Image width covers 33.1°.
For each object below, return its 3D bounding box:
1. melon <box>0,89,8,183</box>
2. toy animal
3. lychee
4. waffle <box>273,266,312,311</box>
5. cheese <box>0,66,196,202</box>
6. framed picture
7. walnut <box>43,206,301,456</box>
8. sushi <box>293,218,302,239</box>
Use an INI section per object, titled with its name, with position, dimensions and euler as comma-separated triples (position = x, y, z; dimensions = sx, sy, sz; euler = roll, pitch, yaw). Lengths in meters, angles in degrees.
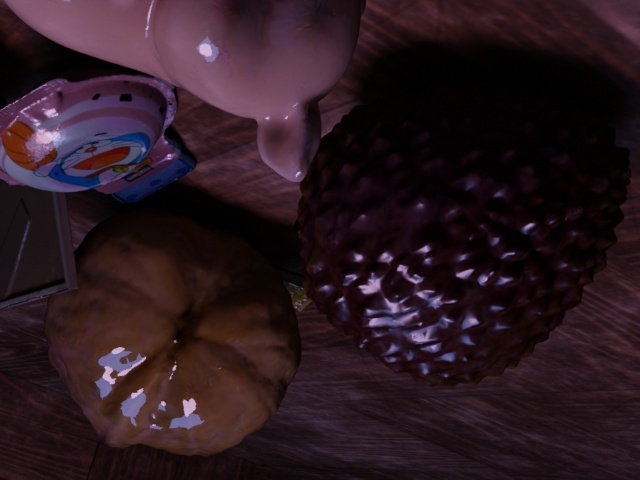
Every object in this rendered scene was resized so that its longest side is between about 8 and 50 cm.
[melon]
position = -0.382, -0.111, 0.988
dimensions = 0.182, 0.182, 0.288
euler = 9, 160, 15
[toy animal]
position = -0.089, -0.164, 0.676
dimensions = 0.250, 0.167, 0.154
euler = 27, 167, -14
[lychee]
position = 0.114, -0.017, 0.843
dimensions = 0.271, 0.271, 0.271
euler = 13, 160, 5
[waffle]
position = -0.054, 0.070, 1.469
dimensions = 0.092, 0.021, 0.135
euler = 19, 160, -11
[cheese]
position = -0.207, -0.092, 1.027
dimensions = 0.188, 0.074, 0.286
euler = -26, 162, 8
[framed picture]
position = -0.342, -0.020, 1.224
dimensions = 0.016, 0.184, 0.250
euler = -6, 174, -36
[walnut]
position = -0.179, 0.112, 1.292
dimensions = 0.306, 0.306, 0.344
euler = 20, 163, -13
[sushi]
position = 0.000, 0.000, 1.211
dimensions = 0.046, 0.044, 0.083
euler = -2, 152, 37
